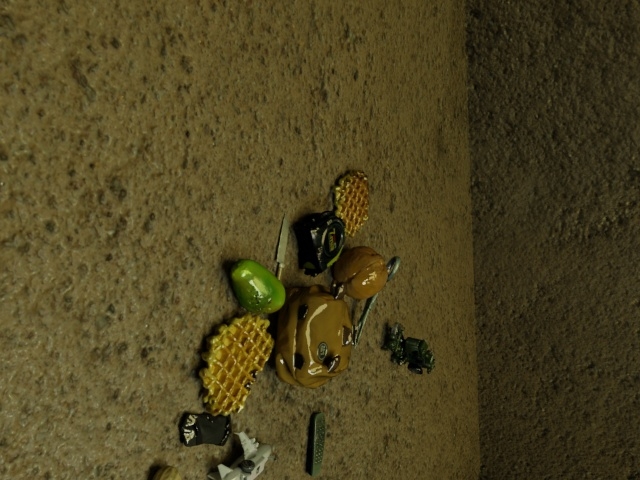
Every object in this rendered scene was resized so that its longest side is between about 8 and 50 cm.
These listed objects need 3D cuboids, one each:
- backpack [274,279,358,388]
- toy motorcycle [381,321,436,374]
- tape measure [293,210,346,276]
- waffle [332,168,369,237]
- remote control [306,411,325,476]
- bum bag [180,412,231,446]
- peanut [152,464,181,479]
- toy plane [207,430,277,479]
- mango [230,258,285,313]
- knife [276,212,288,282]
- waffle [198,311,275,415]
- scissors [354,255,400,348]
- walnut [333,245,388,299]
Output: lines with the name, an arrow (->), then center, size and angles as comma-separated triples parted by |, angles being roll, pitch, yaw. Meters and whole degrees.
backpack -> -0.002, 0.299, 1.809 | 0.378, 0.201, 0.354 | 11, 83, -64
toy motorcycle -> 0.395, 0.486, 2.477 | 0.127, 0.205, 0.275 | -60, 146, -32
tape measure -> 0.000, 0.000, 1.864 | 0.186, 0.112, 0.199 | -35, 129, -42
waffle -> 0.115, -0.138, 2.086 | 0.243, 0.058, 0.238 | -39, 130, -46
remote control -> -0.016, 0.726, 2.001 | 0.072, 0.042, 0.222 | 9, 85, -58
bum bag -> -0.300, 0.510, 1.512 | 0.197, 0.049, 0.087 | 29, 65, -55
peanut -> -0.387, 0.645, 1.367 | 0.082, 0.082, 0.187 | 34, 67, -55
toy plane -> -0.213, 0.654, 1.622 | 0.255, 0.101, 0.251 | -8, 113, -57
mango -> -0.185, 0.133, 1.586 | 0.233, 0.111, 0.125 | 46, 52, -49
knife -> -0.125, 0.060, 1.755 | 0.047, 0.017, 0.298 | 18, 79, -53
waffle -> -0.236, 0.346, 1.579 | 0.309, 0.065, 0.283 | -6, 99, -56
scissors -> 0.195, 0.235, 2.173 | 0.029, 0.256, 0.384 | 26, 80, -12
walnut -> 0.148, 0.116, 2.048 | 0.225, 0.193, 0.193 | -42, 129, -63
